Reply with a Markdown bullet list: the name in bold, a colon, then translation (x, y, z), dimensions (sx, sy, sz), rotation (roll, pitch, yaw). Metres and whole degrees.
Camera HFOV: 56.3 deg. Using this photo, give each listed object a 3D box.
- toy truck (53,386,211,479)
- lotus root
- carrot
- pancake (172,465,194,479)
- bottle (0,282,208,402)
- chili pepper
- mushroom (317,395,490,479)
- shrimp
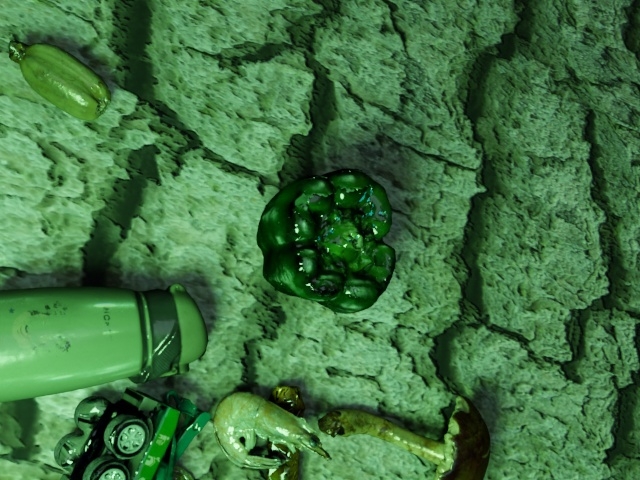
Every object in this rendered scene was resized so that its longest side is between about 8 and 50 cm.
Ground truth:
- **toy truck**: translation (-0.320, 0.392, 0.909), dimensions (0.178, 0.177, 0.363), rotation (40, 67, -33)
- **lotus root**: translation (-0.455, -0.283, 1.044), dimensions (0.183, 0.077, 0.090), rotation (33, 63, -15)
- **carrot**: translation (-0.065, 0.377, 1.070), dimensions (0.069, 0.069, 0.228), rotation (6, 79, -20)
- **pancake**: translation (-0.253, 0.438, 1.011), dimensions (0.108, 0.017, 0.108), rotation (3, 80, -17)
- **bottle**: translation (-0.354, 0.152, 0.953), dimensions (0.347, 0.168, 0.168), rotation (-2, 80, -25)
- **chili pepper**: translation (0.000, 0.000, 1.070), dimensions (0.233, 0.257, 0.248), rotation (10, 77, -24)
- **mushroom**: translation (0.189, 0.359, 1.129), dimensions (0.301, 0.233, 0.208), rotation (46, 111, 6)
- **shrimp**: translation (-0.088, 0.343, 1.029), dimensions (0.224, 0.047, 0.126), rotation (20, 89, 19)
